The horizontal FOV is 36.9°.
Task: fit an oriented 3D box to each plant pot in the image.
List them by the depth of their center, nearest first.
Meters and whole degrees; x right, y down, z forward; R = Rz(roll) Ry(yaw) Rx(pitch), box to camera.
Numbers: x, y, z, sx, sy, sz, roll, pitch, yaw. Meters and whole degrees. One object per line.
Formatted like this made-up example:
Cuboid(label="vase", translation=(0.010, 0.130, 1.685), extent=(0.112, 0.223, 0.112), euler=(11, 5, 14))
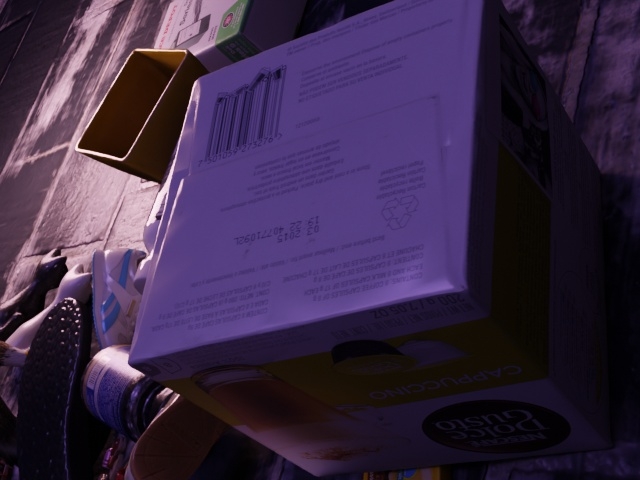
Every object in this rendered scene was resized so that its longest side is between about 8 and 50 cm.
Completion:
Cuboid(label="plant pot", translation=(-0.257, -0.190, 1.652), extent=(0.212, 0.187, 0.212), euler=(16, 75, 53))

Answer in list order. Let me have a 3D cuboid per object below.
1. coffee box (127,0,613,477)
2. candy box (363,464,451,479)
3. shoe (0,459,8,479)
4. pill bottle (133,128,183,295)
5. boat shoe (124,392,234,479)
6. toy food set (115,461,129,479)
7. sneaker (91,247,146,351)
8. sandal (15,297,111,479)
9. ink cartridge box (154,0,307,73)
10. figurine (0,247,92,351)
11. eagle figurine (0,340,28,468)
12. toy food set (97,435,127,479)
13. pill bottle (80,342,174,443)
Cuboid(label="coffee box", translation=(0.072, 0.014, 0.957), extent=(0.338, 0.334, 0.338), euler=(-14, 52, 30))
Cuboid(label="candy box", translation=(0.098, 0.195, 1.075), extent=(0.105, 0.027, 0.205), euler=(-21, 48, 33))
Cuboid(label="shoe", translation=(-0.559, 0.411, 1.619), extent=(0.178, 0.063, 0.081), euler=(14, 79, 57))
Cuboid(label="pill bottle", translation=(-0.176, -0.037, 1.461), extent=(0.162, 0.162, 0.278), euler=(-9, 56, 45))
Cuboid(label="boat shoe", translation=(-0.146, 0.207, 1.232), extent=(0.285, 0.104, 0.089), euler=(-42, 2, -33))
Cuboid(label="toy food set", translation=(-0.273, 0.349, 1.380), extent=(0.083, 0.020, 0.082), euler=(-26, 45, 34))
Cuboid(label="sneaker", translation=(-0.319, 0.115, 1.560), extent=(0.087, 0.092, 0.228), euler=(102, 161, -66))
Cuboid(label="sandal", translation=(-0.391, 0.309, 1.498), extent=(0.168, 0.107, 0.445), euler=(-26, 57, 33))
Cuboid(label="ink cartridge box", translation=(-0.177, -0.377, 1.767), extent=(0.289, 0.121, 0.211), euler=(-15, 51, 42))
Cuboid(label="figurine", translation=(-0.516, 0.121, 1.792), extent=(0.215, 0.092, 0.209), euler=(20, 74, 53))
Cuboid(label="eagle figurine", translation=(-0.572, 0.224, 1.599), extent=(0.225, 0.226, 0.298), euler=(3, 90, 14))
Cuboid(label="toy food set", translation=(-0.303, 0.322, 1.385), extent=(0.078, 0.019, 0.122), euler=(-85, 18, -47))
Cuboid(label="pill bottle", translation=(-0.242, 0.225, 1.357), extent=(0.219, 0.123, 0.122), euler=(12, 71, 52))
